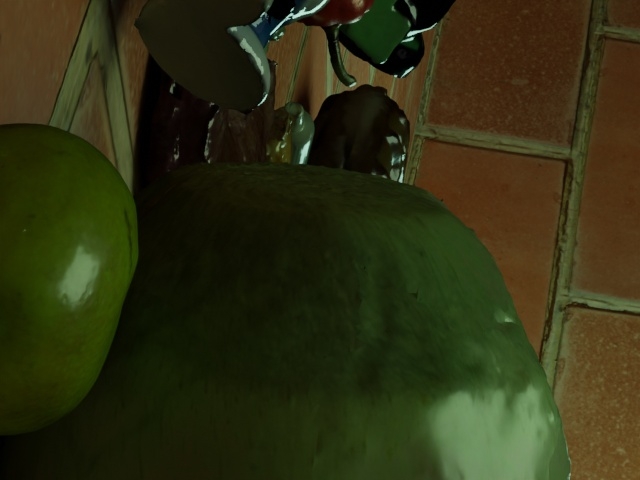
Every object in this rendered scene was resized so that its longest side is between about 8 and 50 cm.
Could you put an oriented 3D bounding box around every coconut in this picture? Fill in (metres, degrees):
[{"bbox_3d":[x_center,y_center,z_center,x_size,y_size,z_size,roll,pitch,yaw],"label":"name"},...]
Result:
[{"bbox_3d":[-0.023,0.127,0.919,0.328,0.281,0.328,-1,-91,56],"label":"coconut"}]

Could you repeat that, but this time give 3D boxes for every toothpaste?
[{"bbox_3d":[-0.033,-0.061,1.679,0.218,0.041,0.064,102,-2,-62],"label":"toothpaste"}]

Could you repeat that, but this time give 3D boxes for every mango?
[{"bbox_3d":[-0.115,0.021,0.731,0.163,0.089,0.117,86,13,-69],"label":"mango"}]

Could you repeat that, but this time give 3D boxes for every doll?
[{"bbox_3d":[-0.014,-0.197,1.028,0.215,0.161,0.257,115,-4,-56],"label":"doll"}]

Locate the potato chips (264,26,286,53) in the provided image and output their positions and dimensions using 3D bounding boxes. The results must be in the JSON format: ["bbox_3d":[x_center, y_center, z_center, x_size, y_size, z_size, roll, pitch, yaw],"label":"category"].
[{"bbox_3d":[-0.044,-0.186,1.396,0.207,0.028,0.092,28,73,-82],"label":"potato chips"}]

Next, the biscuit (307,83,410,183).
[{"bbox_3d":[0.016,0.010,1.896,0.332,0.103,0.332,13,90,-87],"label":"biscuit"}]

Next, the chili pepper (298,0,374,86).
[{"bbox_3d":[-0.010,-0.214,1.197,0.071,0.063,0.272,-62,142,-49],"label":"chili pepper"}]

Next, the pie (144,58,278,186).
[{"bbox_3d":[-0.068,-0.081,1.203,0.218,0.054,0.204,86,14,-66],"label":"pie"}]

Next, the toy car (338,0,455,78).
[{"bbox_3d":[0.053,-0.271,1.422,0.213,0.176,0.358,-50,-156,19],"label":"toy car"}]

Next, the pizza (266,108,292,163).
[{"bbox_3d":[-0.045,0.029,1.492,0.204,0.081,0.188,95,7,-48],"label":"pizza"}]
